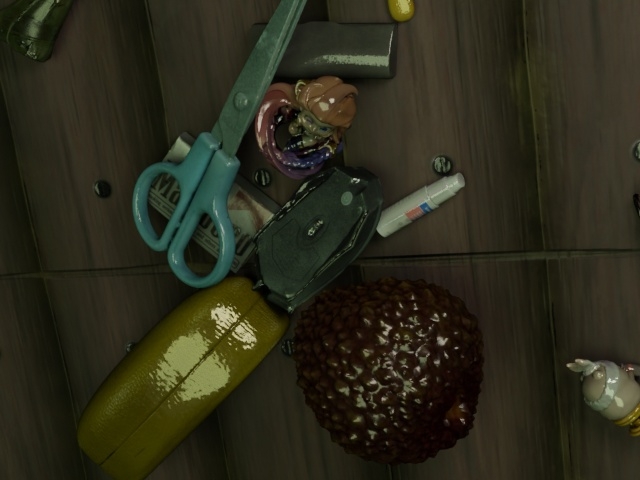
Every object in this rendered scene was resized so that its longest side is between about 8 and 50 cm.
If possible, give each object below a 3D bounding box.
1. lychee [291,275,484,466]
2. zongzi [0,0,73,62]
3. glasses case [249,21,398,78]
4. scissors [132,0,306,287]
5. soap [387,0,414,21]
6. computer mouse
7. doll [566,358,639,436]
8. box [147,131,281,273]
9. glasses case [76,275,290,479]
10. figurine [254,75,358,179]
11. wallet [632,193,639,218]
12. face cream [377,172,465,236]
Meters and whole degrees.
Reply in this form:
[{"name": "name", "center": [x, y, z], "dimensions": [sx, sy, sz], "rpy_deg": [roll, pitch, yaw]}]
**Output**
[{"name": "lychee", "center": [0.077, 0.156, 1.430], "dimensions": [0.271, 0.271, 0.271], "rpy_deg": [6, 109, 17]}, {"name": "zongzi", "center": [-0.400, -0.336, 1.526], "dimensions": [0.130, 0.062, 0.154], "rpy_deg": [35, 109, 18]}, {"name": "glasses case", "center": [0.004, -0.243, 1.426], "dimensions": [0.191, 0.042, 0.072], "rpy_deg": [3, 100, 18]}, {"name": "scissors", "center": [-0.113, -0.142, 1.413], "dimensions": [0.192, 0.029, 0.447], "rpy_deg": [46, 123, 26]}, {"name": "soap", "center": [0.093, -0.315, 1.385], "dimensions": [0.034, 0.012, 0.089], "rpy_deg": [-11, 103, 22]}, {"name": "computer mouse", "center": [0.000, -0.001, 1.472], "dimensions": [0.231, 0.071, 0.126], "rpy_deg": [-47, 57, 18]}, {"name": "doll", "center": [0.376, 0.184, 1.427], "dimensions": [0.127, 0.073, 0.084], "rpy_deg": [44, 82, -3]}, {"name": "box", "center": [-0.153, -0.052, 1.541], "dimensions": [0.177, 0.036, 0.115], "rpy_deg": [38, 114, 4]}, {"name": "glasses case", "center": [-0.210, 0.198, 1.564], "dimensions": [0.141, 0.173, 0.371], "rpy_deg": [43, 115, -2]}, {"name": "figurine", "center": [-0.011, -0.161, 1.410], "dimensions": [0.126, 0.114, 0.157], "rpy_deg": [31, 134, -11]}, {"name": "wallet", "center": [0.528, 0.069, 1.339], "dimensions": [0.275, 0.068, 0.335], "rpy_deg": [-4, 112, 24]}, {"name": "face cream", "center": [0.129, -0.049, 1.448], "dimensions": [0.130, 0.034, 0.034], "rpy_deg": [-31, 95, 24]}]
